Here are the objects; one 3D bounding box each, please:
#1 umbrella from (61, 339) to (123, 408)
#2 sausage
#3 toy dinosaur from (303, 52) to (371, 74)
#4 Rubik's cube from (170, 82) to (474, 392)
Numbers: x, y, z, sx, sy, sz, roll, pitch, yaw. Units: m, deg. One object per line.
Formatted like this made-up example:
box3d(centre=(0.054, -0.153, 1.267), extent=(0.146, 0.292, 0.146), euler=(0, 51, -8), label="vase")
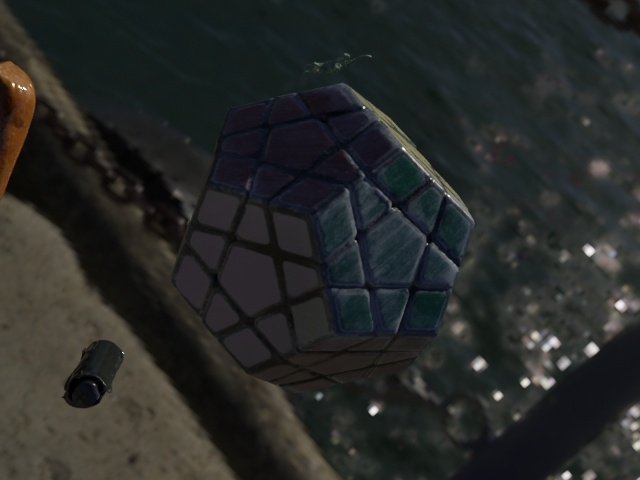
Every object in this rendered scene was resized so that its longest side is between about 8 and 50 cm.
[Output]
box3d(centre=(-0.182, 0.107, 1.247), extent=(0.031, 0.036, 0.133), euler=(53, 4, -8), label="umbrella")
box3d(centre=(-0.403, -0.096, 1.837), extent=(0.098, 0.238, 0.098), euler=(24, 17, -8), label="sausage")
box3d(centre=(0.019, -0.225, 2.036), extent=(0.083, 0.062, 0.021), euler=(-6, 83, -25), label="toy dinosaur")
box3d(centre=(0.000, 0.000, 1.581), extent=(0.264, 0.319, 0.319), euler=(19, 40, -5), label="Rubik's cube")
